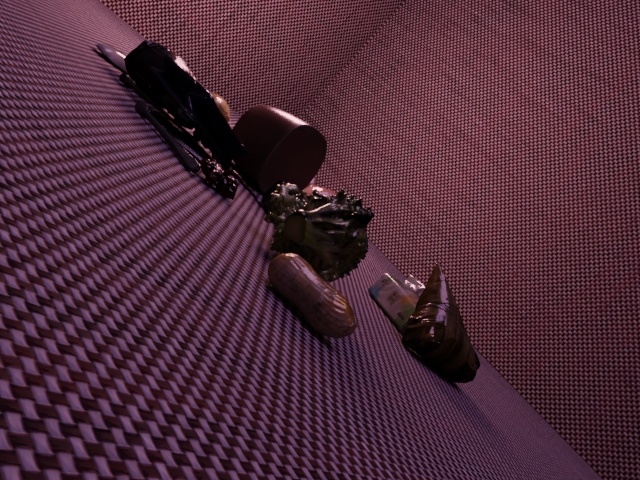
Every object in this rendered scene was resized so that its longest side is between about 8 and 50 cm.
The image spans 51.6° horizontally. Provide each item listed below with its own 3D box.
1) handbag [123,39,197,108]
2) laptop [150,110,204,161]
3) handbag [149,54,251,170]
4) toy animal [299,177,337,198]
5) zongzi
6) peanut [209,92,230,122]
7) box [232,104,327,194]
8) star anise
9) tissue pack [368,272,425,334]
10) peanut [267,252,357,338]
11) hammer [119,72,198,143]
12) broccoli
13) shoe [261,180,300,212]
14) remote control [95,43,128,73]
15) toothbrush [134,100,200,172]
[{"bbox_3d":[-0.469,-0.489,2.004,0.169,0.155,0.215,50,6,20],"label":"handbag"},{"bbox_3d":[-0.387,-0.281,1.789,0.180,0.016,0.129,41,7,-19],"label":"laptop"},{"bbox_3d":[-0.355,-0.360,1.884,0.269,0.118,0.325,47,-7,28],"label":"handbag"},{"bbox_3d":[0.020,-0.114,2.493,0.250,0.154,0.166,34,19,-36],"label":"toy animal"},{"bbox_3d":[0.378,0.245,1.956,0.286,0.134,0.288,45,48,-32],"label":"zongzi"},{"bbox_3d":[-0.410,-0.493,2.532,0.137,0.122,0.253,51,1,-13],"label":"peanut"},{"bbox_3d":[-0.156,-0.303,2.212,0.216,0.301,0.301,38,4,27],"label":"box"},{"bbox_3d":[-0.224,-0.138,1.637,0.191,0.070,0.097,43,4,-22],"label":"star anise"},{"bbox_3d":[0.288,0.204,2.097,0.159,0.145,0.229,37,9,-37],"label":"tissue pack"},{"bbox_3d":[-0.017,0.105,1.247,0.207,0.087,0.087,43,7,12],"label":"peanut"},{"bbox_3d":[-0.441,-0.360,1.823,0.292,0.029,0.058,41,1,12],"label":"hammer"},{"bbox_3d":[-0.009,-0.036,1.523,0.262,0.247,0.243,67,18,9],"label":"broccoli"},{"bbox_3d":[-0.068,-0.065,1.918,0.137,0.114,0.291,44,1,-37],"label":"shoe"},{"bbox_3d":[-0.606,-0.552,2.064,0.073,0.044,0.229,40,7,30],"label":"remote control"},{"bbox_3d":[-0.378,-0.255,1.633,0.297,0.030,0.030,46,-2,30],"label":"toothbrush"}]
